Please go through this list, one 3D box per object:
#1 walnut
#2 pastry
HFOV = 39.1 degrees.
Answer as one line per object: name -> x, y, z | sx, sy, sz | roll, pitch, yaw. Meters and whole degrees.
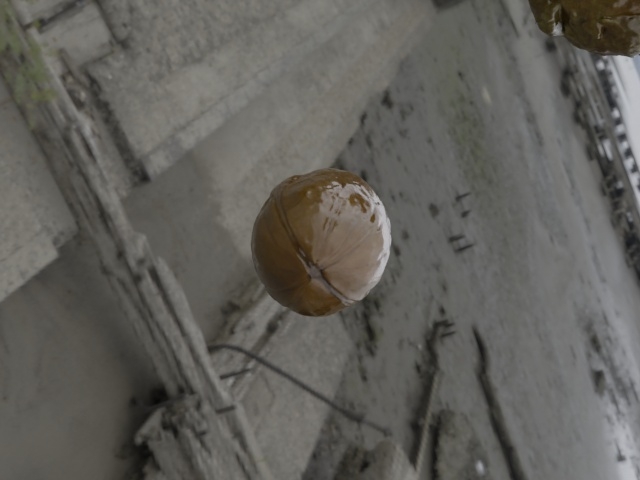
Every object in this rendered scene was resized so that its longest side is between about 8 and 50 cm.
walnut -> 0.000, 0.000, 1.040 | 0.207, 0.167, 0.167 | -84, 148, -74
pastry -> 0.378, -0.344, 1.149 | 0.132, 0.235, 0.240 | 39, 32, -59
